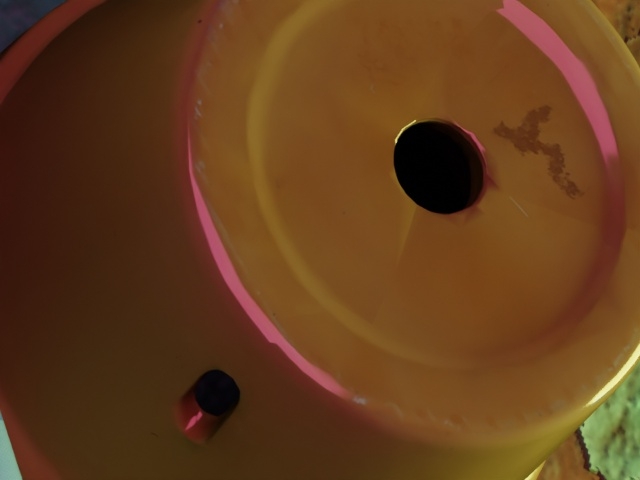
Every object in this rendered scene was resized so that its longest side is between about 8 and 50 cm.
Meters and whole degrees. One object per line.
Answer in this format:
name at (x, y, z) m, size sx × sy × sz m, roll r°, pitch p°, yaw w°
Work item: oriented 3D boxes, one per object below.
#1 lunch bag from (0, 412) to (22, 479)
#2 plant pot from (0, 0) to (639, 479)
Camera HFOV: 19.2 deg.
lunch bag at (-0.243, 0.100, 0.545) m, size 0.293 × 0.138 × 0.221 m, roll -14°, pitch 81°, yaw -34°
plant pot at (0.000, 0.000, 0.735) m, size 0.291 × 0.203 × 0.291 m, roll 8°, pitch 70°, yaw -22°
